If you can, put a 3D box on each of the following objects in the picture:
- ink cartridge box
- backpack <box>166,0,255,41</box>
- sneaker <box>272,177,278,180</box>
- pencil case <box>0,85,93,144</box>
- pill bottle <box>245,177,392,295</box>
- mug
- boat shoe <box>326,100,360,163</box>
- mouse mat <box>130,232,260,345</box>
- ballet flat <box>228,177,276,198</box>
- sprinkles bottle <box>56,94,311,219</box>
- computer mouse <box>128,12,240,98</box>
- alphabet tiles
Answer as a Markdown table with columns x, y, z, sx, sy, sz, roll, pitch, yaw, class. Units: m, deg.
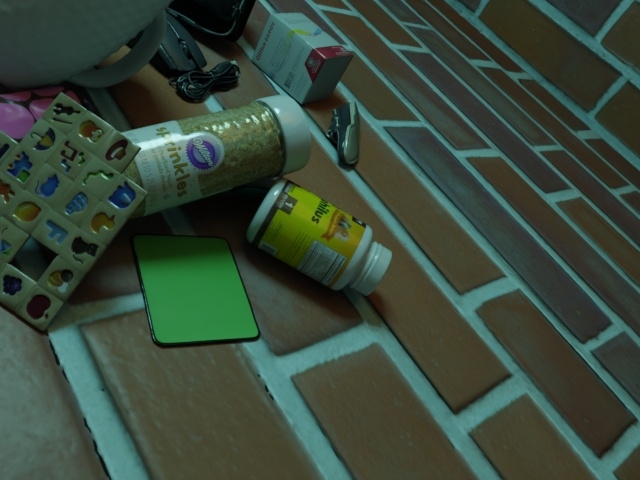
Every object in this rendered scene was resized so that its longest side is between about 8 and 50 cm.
| x | y | z | sx | sy | sz | roll | pitch | yaw | class |
| --- | --- | --- | --- | --- | --- | --- | --- | --- | --- |
| -0.044 | -0.427 | 1.338 | 0.176 | 0.128 | 0.127 | 43 | 38 | 13 | ink cartridge box |
| -0.263 | -0.598 | 1.296 | 0.253 | 0.225 | 0.191 | 24 | 15 | -4 | backpack |
| -0.097 | -0.139 | 1.027 | 0.042 | 0.067 | 0.118 | 45 | 38 | 15 | sneaker |
| -0.425 | -0.153 | 0.789 | 0.209 | 0.095 | 0.098 | -32 | 95 | -48 | pencil case |
| 0.000 | 0.000 | 0.902 | 0.215 | 0.117 | 0.117 | 30 | 37 | -5 | pill bottle |
| -0.374 | -0.374 | 0.868 | 0.276 | 0.328 | 0.374 | 44 | -2 | 21 | mug |
| 0.048 | -0.232 | 1.265 | 0.064 | 0.075 | 0.206 | -8 | 43 | 16 | boat shoe |
| -0.174 | 0.063 | 0.796 | 0.152 | 0.007 | 0.190 | 3 | 48 | -34 | mouse mat |
| -0.146 | -0.104 | 0.940 | 0.213 | 0.072 | 0.068 | -2 | 87 | -35 | ballet flat |
| -0.187 | -0.114 | 0.814 | 0.355 | 0.121 | 0.121 | -22 | 61 | -29 | sprinkles bottle |
| -0.302 | -0.406 | 1.172 | 0.272 | 0.072 | 0.188 | 38 | 38 | 6 | computer mouse |
| -0.328 | -0.049 | 0.669 | 0.198 | 0.009 | 0.237 | 34 | 81 | 2 | alphabet tiles |
